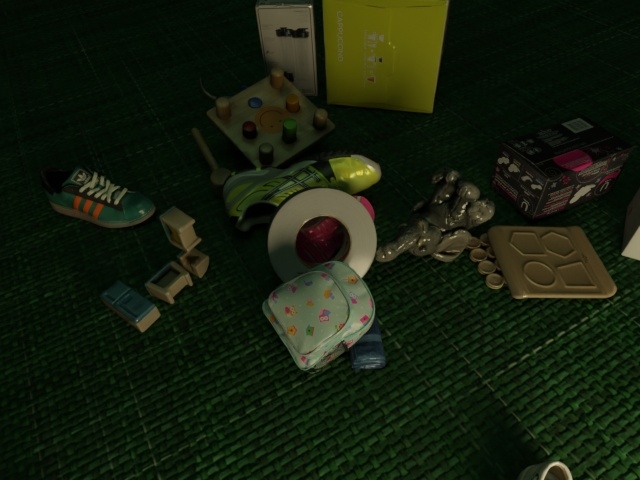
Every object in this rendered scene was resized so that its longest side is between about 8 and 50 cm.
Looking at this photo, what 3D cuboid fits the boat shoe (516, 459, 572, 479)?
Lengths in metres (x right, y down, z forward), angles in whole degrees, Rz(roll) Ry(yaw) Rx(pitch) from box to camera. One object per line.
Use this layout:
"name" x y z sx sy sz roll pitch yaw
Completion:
"boat shoe" 0.290 0.428 0.623 0.098 0.096 0.277 14 51 15

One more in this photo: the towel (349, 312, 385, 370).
"towel" 0.085 0.189 0.900 0.067 0.029 0.119 -6 48 -2

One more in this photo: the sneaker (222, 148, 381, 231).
"sneaker" -0.041 -0.106 1.118 0.385 0.145 0.147 -13 54 6

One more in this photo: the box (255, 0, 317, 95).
"box" -0.094 -0.598 1.449 0.169 0.289 0.087 0 48 6

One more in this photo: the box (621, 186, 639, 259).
"box" 0.725 -0.053 1.000 0.091 0.130 0.170 19 53 21

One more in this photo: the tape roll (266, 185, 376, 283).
"tape roll" 0.000 0.000 0.954 0.220 0.218 0.072 -12 11 -6

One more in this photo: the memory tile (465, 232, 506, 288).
"memory tile" 0.389 0.040 1.022 0.113 0.012 0.147 -12 49 -6

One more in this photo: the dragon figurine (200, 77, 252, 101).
"dragon figurine" -0.240 -0.422 1.436 0.144 0.085 0.289 -35 59 -27

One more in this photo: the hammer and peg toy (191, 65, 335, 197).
"hammer and peg toy" -0.177 -0.294 1.242 0.361 0.127 0.266 -36 73 -19

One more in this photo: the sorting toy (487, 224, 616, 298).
"sorting toy" 0.478 0.045 0.986 0.209 0.038 0.192 -2 48 -3

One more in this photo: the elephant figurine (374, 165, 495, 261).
"elephant figurine" 0.245 -0.031 1.017 0.186 0.239 0.169 35 15 -16

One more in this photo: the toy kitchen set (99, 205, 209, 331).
"toy kitchen set" -0.357 0.046 0.970 0.122 0.166 0.207 26 54 24

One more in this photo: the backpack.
"backpack" 0.005 0.128 0.857 0.189 0.144 0.165 -32 67 -11

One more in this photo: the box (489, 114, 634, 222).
"box" 0.563 -0.173 1.115 0.248 0.142 0.163 -20 48 -15

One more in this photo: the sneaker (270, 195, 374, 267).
"sneaker" -0.001 -0.010 1.048 0.252 0.102 0.111 -32 13 -5

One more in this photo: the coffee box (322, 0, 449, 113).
"coffee box" 0.208 -0.630 1.421 0.339 0.337 0.334 9 50 12

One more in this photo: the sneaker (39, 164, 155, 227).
"sneaker" -0.564 -0.116 1.163 0.303 0.121 0.108 9 50 12
